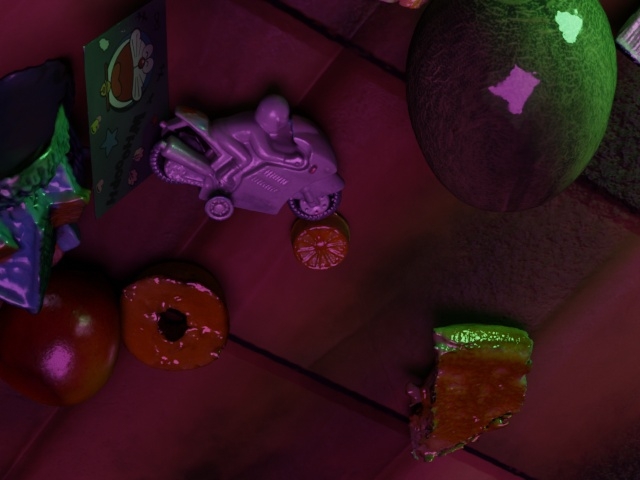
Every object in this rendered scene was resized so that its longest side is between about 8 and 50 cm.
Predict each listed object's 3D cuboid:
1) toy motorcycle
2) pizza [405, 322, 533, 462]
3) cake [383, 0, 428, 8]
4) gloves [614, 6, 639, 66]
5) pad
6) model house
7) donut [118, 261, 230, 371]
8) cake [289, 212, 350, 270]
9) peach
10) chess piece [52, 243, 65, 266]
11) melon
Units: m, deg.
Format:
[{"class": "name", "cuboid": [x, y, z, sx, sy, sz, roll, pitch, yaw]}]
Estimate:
[{"class": "toy motorcycle", "cuboid": [-0.082, -0.115, 1.761, 0.260, 0.110, 0.171, 15, 121, -14]}, {"class": "pizza", "cuboid": [0.215, 0.230, 2.057, 0.189, 0.071, 0.297, -4, 132, -15]}, {"class": "cake", "cuboid": [0.031, -0.326, 1.595, 0.225, 0.109, 0.090, -1, 128, -1]}, {"class": "gloves", "cuboid": [0.446, -0.298, 1.639, 0.119, 0.097, 0.229, 30, 126, -28]}, {"class": "pad", "cuboid": [-0.234, -0.165, 1.689, 0.006, 0.170, 0.245, 19, 129, 22]}, {"class": "model house", "cuboid": [-0.361, -0.045, 1.704, 0.226, 0.261, 0.241, -19, 125, 13]}, {"class": "donut", "cuboid": [-0.207, 0.105, 1.952, 0.162, 0.065, 0.178, 13, 127, -6]}, {"class": "cake", "cuboid": [0.000, 0.000, 1.887, 0.084, 0.044, 0.084, -2, 127, -2]}, {"class": "peach", "cuboid": [-0.360, 0.128, 1.895, 0.197, 0.197, 0.197, -1, 128, -1]}, {"class": "chess piece", "cuboid": [-0.391, 0.002, 1.882, 0.083, 0.038, 0.083, -1, 125, -1]}, {"class": "melon", "cuboid": [0.224, -0.180, 1.632, 0.248, 0.248, 0.329, -3, 131, 0]}]
